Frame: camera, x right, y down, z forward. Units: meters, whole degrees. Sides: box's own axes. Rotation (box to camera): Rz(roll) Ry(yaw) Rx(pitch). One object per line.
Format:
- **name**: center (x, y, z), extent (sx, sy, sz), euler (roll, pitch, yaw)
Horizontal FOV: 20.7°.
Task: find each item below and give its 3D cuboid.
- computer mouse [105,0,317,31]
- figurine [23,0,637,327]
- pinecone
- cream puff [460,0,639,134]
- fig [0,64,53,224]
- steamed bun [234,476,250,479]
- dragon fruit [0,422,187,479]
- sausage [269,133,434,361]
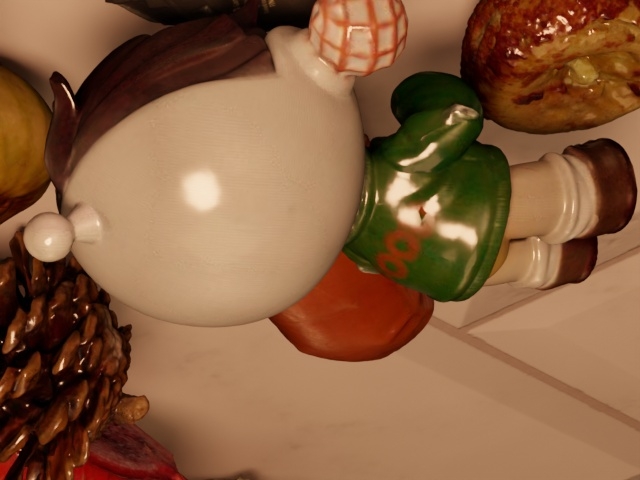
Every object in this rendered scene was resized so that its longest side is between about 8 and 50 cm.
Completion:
- **computer mouse**: center (-0.031, -0.170, 1.005), extent (0.192, 0.062, 0.106), euler (-4, 151, 5)
- **figurine**: center (0.004, -0.029, 1.031), extent (0.370, 0.167, 0.281), euler (5, 142, -23)
- **pinecone**: center (-0.231, 0.078, 1.273), extent (0.169, 0.212, 0.185), euler (-40, -167, -6)
- **cream puff**: center (0.158, -0.128, 1.100), extent (0.149, 0.084, 0.149), euler (-8, 155, -4)
- **fig**: center (-0.238, -0.056, 1.088), extent (0.153, 0.120, 0.136), euler (16, 137, -35)
- **steamed bun**: center (-0.148, 0.367, 1.686), extent (0.312, 0.233, 0.334), euler (-14, 158, -28)
- **dragon fruit**: center (-0.251, 0.276, 1.460), extent (0.291, 0.269, 0.250), euler (-59, 148, 6)
- **sausage**: center (-0.003, 0.000, 1.242), extent (0.133, 0.133, 0.258), euler (-16, 145, 13)
